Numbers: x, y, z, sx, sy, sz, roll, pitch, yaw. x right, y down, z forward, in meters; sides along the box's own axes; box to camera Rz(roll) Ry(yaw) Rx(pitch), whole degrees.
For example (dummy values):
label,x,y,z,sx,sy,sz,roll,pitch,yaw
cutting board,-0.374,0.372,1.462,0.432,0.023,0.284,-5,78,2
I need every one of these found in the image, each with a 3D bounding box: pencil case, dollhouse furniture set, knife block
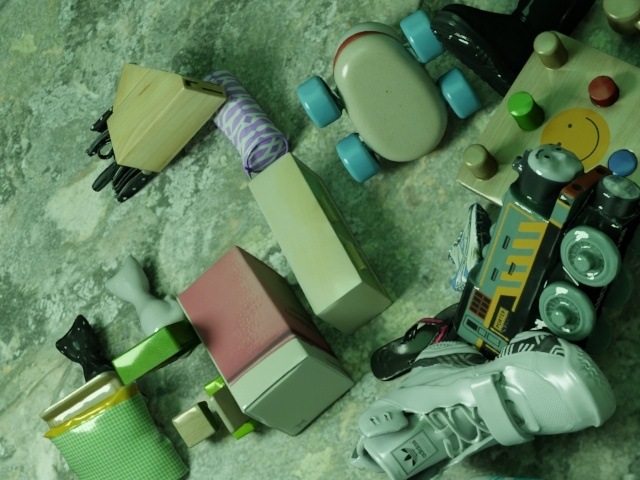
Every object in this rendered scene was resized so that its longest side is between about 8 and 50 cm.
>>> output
label,x,y,z,sx,sy,sz,roll,pitch,yaw
pencil case,-0.134,-0.195,2.027,0.088,0.086,0.206,-35,53,-6
dollhouse furniture set,-0.270,0.275,1.805,0.301,0.151,0.197,-33,87,11
knife block,-0.286,-0.166,2.060,0.275,0.088,0.242,19,98,50

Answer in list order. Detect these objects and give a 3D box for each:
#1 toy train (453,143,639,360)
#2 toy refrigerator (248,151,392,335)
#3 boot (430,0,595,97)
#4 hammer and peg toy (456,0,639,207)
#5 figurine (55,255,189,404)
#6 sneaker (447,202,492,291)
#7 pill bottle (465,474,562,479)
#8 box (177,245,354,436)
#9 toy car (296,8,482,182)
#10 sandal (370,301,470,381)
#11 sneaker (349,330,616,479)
label,x,y,z,sx,sy,sz,roll,pitch,yaw
toy train,0.285,0.038,1.546,0.190,0.334,0.142,34,44,25
toy refrigerator,0.000,0.000,1.847,0.094,0.102,0.269,-37,54,12
boot,0.276,-0.327,1.742,0.094,0.246,0.207,27,86,45
hammer and peg toy,0.379,-0.174,1.660,0.266,0.127,0.361,32,88,30
figurine,-0.318,0.148,1.989,0.215,0.092,0.209,-50,49,1
sneaker,0.206,0.011,1.749,0.058,0.052,0.135,-8,64,33
pill bottle,0.294,0.359,1.475,0.264,0.146,0.146,-3,67,31
box,-0.081,0.145,1.801,0.127,0.148,0.232,-41,54,8
toy car,0.093,-0.248,1.884,0.219,0.210,0.238,-32,27,10
sandal,0.143,0.142,1.732,0.179,0.040,0.067,-31,56,16
sneaker,0.184,0.224,1.508,0.210,0.137,0.366,-39,15,-27
